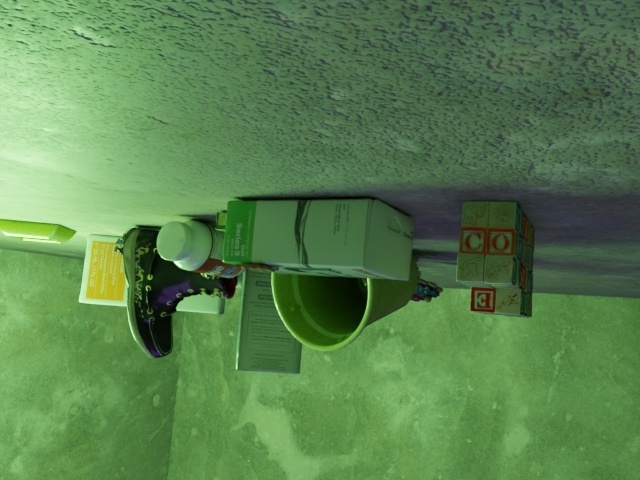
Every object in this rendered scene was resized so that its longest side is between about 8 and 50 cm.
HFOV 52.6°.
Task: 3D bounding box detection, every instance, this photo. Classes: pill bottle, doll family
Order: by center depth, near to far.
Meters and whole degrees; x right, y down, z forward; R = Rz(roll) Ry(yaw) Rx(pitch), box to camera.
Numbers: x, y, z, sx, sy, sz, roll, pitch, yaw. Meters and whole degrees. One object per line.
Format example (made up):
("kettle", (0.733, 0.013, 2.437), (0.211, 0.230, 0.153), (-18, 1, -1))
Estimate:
("pill bottle", (-0.281, 0.018, 1.555), (0.121, 0.121, 0.216), (0, 170, 35))
("doll family", (-0.543, 0.025, 1.919), (0.111, 0.076, 0.193), (26, -168, -10))

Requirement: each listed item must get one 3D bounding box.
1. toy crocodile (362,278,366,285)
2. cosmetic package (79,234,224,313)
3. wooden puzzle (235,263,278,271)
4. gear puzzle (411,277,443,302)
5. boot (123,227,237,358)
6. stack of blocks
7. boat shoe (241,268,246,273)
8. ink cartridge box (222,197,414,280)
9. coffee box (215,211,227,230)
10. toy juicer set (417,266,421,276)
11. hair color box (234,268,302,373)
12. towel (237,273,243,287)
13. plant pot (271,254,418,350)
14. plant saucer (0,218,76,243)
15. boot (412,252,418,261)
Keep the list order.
("toy crocodile", (0.102, 0.110, 2.150), (0.105, 0.115, 0.340), (-18, 168, 19))
("cosmetic package", (-0.545, 0.117, 2.167), (0.453, 0.230, 0.161), (4, 173, -3))
("wooden puzzle", (-0.109, 0.049, 1.146), (0.083, 0.006, 0.049), (-2, 167, 41))
("gear puzzle", (0.169, 0.099, 1.828), (0.339, 0.044, 0.175), (25, 163, -8))
("boot", (-0.375, 0.144, 1.776), (0.284, 0.377, 0.138), (-3, -171, 14))
("stack of blocks", (0.311, 0.042, 1.124), (0.087, 0.171, 0.297), (2, 172, 24))
("boat shoe", (-0.296, 0.047, 1.913), (0.113, 0.127, 0.340), (-28, -172, -42))
("ink cartridge box", (0.000, 0.000, 1.188), (0.289, 0.121, 0.211), (1, 172, 30))
("coffee box", (-0.152, -0.027, 1.422), (0.113, 0.040, 0.184), (4, 174, 7))
("toy juicer set", (0.202, 0.073, 1.957), (0.209, 0.089, 0.329), (24, 167, 9))
("hair color box", (-0.145, 0.198, 1.918), (0.185, 0.374, 0.113), (6, 171, -9))
("towel", (-0.185, 0.083, 2.015), (0.197, 0.144, 0.029), (6, 152, -9))
("plant pot", (0.076, 0.086, 1.440), (0.276, 0.276, 0.254), (-1, -177, 40))
("plant saucer", (-0.861, -0.024, 1.963), (0.188, 0.045, 0.188), (5, 174, -4))
("boot", (0.201, 0.041, 1.775), (0.118, 0.042, 0.087), (2, 171, 22))
